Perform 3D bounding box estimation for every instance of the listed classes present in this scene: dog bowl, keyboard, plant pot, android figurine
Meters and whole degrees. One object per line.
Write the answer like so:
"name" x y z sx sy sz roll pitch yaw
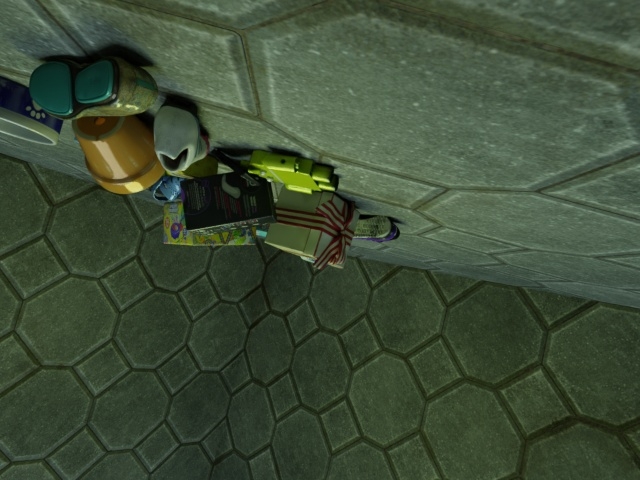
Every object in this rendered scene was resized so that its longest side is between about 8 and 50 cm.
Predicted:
"dog bowl" -0.868 -0.365 1.232 0.265 0.104 0.265 14 175 1
"keyboard" -0.248 -0.214 1.247 0.180 0.023 0.108 37 -174 39
"plant pot" -0.515 -0.252 1.117 0.205 0.205 0.188 14 158 7
"android figurine" -0.089 -0.191 1.242 0.273 0.056 0.248 12 174 11

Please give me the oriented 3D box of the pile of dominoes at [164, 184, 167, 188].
"pile of dominoes" -0.761 -0.267 1.951 0.196 0.040 0.251 20 169 32

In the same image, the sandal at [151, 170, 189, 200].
"sandal" -0.576 -0.219 1.772 0.317 0.138 0.126 7 168 44

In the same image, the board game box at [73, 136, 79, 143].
"board game box" -0.804 -0.338 1.652 0.160 0.039 0.211 16 176 -15

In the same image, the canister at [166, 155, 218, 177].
"canister" -0.424 -0.241 1.446 0.126 0.073 0.170 6 -178 -35

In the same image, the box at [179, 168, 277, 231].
"box" -0.287 -0.120 1.410 0.270 0.165 0.143 -10 174 0

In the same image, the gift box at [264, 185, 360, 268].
"gift box" -0.024 -0.039 1.568 0.258 0.255 0.276 13 178 30

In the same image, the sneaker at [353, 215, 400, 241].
"sneaker" 0.190 -0.039 1.775 0.293 0.102 0.146 9 173 44

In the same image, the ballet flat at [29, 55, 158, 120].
"ballet flat" -0.449 -0.295 0.879 0.348 0.123 0.123 10 173 35

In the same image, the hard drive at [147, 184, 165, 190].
"hard drive" -0.783 -0.259 2.294 0.254 0.054 0.172 14 174 0

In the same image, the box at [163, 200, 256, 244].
"box" -0.460 -0.072 1.829 0.279 0.177 0.290 0 -179 -41

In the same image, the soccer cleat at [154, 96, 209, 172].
"soccer cleat" -0.347 -0.227 1.076 0.116 0.143 0.331 15 175 -8

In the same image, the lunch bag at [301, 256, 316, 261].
"lunch bag" 0.000 0.000 2.031 0.090 0.219 0.176 8 171 45

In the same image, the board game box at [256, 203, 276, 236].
"board game box" -0.282 -0.105 2.008 0.210 0.160 0.047 12 150 14
